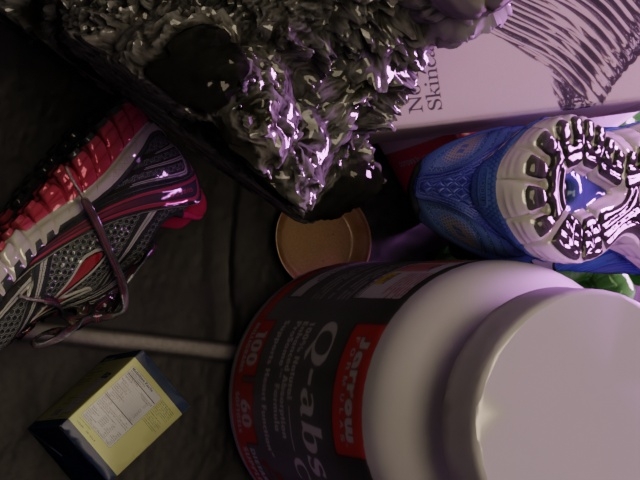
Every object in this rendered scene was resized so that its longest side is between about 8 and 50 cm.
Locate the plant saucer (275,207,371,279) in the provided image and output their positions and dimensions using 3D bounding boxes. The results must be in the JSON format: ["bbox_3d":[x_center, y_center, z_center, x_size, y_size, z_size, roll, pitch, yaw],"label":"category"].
[{"bbox_3d":[0.000,0.000,1.540,0.083,0.015,0.083,3,82,-24],"label":"plant saucer"}]

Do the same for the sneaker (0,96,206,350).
[{"bbox_3d":[-0.195,0.030,1.387,0.112,0.121,0.299,46,67,-15],"label":"sneaker"}]

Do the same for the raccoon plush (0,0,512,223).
[{"bbox_3d":[-0.047,-0.222,1.286,0.299,0.446,0.216,-53,150,-5],"label":"raccoon plush"}]

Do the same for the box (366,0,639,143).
[{"bbox_3d":[0.134,-0.140,1.436,0.275,0.094,0.113,-9,89,-23],"label":"box"}]

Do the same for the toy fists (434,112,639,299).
[{"bbox_3d":[0.229,-0.001,1.605,0.279,0.096,0.142,-40,102,-25],"label":"toy fists"}]

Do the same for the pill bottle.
[{"bbox_3d":[0.093,0.117,1.367,0.210,0.363,0.210,1,88,-25],"label":"pill bottle"}]

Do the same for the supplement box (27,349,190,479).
[{"bbox_3d":[-0.154,0.128,1.412,0.083,0.083,0.056,-43,102,-23],"label":"supplement box"}]

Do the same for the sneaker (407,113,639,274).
[{"bbox_3d":[0.177,-0.036,1.437,0.330,0.147,0.129,10,84,-55],"label":"sneaker"}]

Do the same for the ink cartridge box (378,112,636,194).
[{"bbox_3d":[0.118,-0.200,1.558,0.226,0.131,0.306,-34,100,-23],"label":"ink cartridge box"}]
